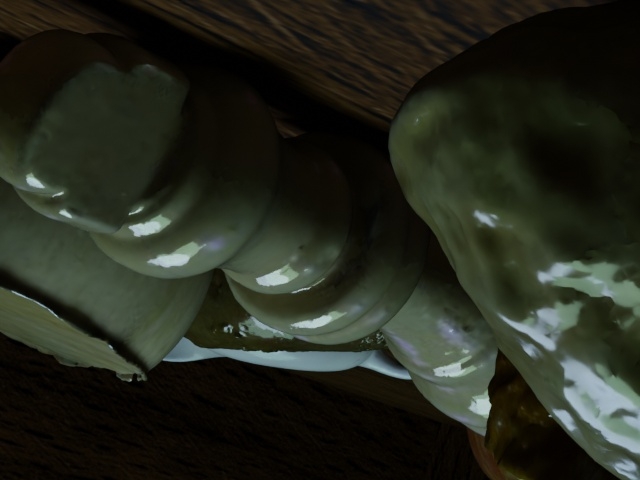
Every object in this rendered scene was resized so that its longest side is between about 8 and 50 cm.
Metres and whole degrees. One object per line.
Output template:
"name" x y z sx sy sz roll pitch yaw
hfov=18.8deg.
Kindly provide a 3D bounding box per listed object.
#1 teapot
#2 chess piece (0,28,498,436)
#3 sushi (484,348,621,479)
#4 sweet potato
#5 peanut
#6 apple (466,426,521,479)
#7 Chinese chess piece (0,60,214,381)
"teapot" -0.018 0.054 1.422 0.226 0.092 0.145 9 -169 6
"chess piece" 0.000 0.000 0.895 0.117 0.117 0.397 11 170 39
"sushi" 0.151 0.078 0.761 0.167 0.179 0.296 -8 -163 -31
"sweet potato" -0.033 0.030 1.292 0.310 0.098 0.124 12 -167 19
"peanut" 0.168 0.024 0.556 0.325 0.140 0.153 21 162 -19
"apple" 0.193 0.150 1.608 0.146 0.131 0.146 10 176 1
"Chinese chess piece" -0.180 -0.018 1.024 0.257 0.104 0.257 24 168 5
